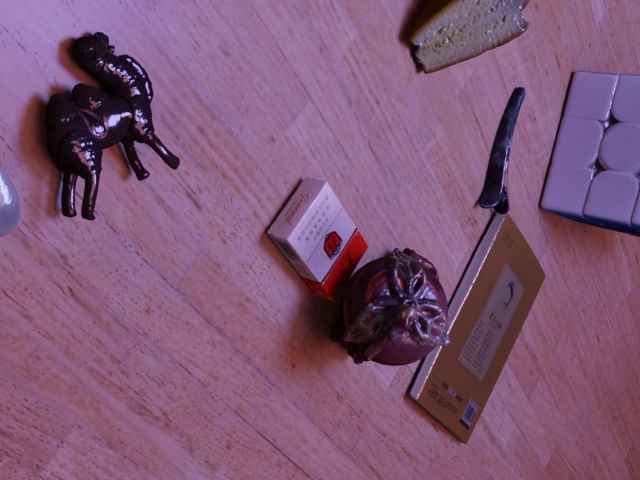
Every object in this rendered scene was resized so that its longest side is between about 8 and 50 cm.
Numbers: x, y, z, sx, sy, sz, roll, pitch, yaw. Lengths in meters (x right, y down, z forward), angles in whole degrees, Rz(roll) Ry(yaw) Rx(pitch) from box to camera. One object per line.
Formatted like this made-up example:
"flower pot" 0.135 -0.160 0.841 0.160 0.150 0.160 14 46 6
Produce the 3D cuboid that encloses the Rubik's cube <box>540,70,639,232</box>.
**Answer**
"Rubik's cube" 0.659 -0.154 1.623 0.291 0.290 0.291 10 94 -49

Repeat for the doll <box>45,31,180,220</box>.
"doll" -0.220 -0.121 0.816 0.139 0.057 0.165 -33 116 -36

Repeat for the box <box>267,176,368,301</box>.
"box" 0.000 0.000 1.108 0.100 0.048 0.152 -55 136 -18

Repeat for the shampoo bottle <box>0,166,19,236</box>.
"shampoo bottle" -0.298 -0.040 0.634 0.065 0.204 0.065 -17 113 -45

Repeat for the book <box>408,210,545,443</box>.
"book" 0.306 0.170 1.523 0.389 0.032 0.269 -60 139 -16

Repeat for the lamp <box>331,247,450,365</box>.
"lamp" 0.100 0.086 1.153 0.215 0.223 0.151 -45 112 -17

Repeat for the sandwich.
"sandwich" 0.236 -0.355 1.207 0.122 0.128 0.236 46 66 -37

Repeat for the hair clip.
"hair clip" 0.331 -0.164 1.441 0.070 0.039 0.230 11 92 -48
